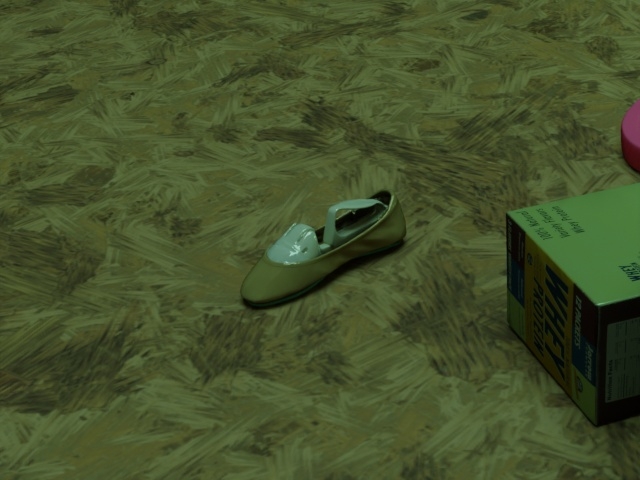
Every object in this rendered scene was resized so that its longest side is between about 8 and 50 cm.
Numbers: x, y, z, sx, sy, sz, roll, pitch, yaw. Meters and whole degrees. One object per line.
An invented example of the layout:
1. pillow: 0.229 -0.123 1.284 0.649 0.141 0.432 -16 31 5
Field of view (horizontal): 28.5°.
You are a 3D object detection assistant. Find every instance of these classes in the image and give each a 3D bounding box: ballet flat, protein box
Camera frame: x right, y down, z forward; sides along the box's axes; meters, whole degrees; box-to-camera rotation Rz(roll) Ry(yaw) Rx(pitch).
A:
1. ballet flat: 0.000 0.000 1.461 0.232 0.073 0.080 -26 34 -31
2. protein box: 0.314 0.051 1.239 0.201 0.136 0.200 -12 30 -12

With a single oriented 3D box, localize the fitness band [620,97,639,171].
1. fitness band: 0.525 -0.163 1.656 0.291 0.054 0.209 -35 41 -31
